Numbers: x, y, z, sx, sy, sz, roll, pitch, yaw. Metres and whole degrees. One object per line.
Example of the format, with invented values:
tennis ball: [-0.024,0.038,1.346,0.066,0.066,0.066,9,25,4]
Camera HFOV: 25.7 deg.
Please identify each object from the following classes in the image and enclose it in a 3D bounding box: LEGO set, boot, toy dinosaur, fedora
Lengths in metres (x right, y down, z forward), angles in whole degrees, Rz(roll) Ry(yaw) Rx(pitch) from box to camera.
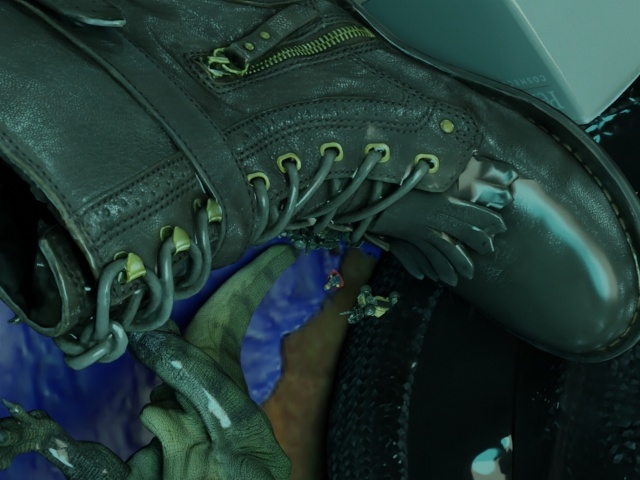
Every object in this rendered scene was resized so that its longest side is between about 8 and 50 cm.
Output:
LEGO set: [-0.001,0.001,0.597,0.054,0.023,0.083,4,57,-40]
boot: [-0.020,-0.013,0.478,0.263,0.091,0.229,40,34,9]
toy dinosaur: [-0.055,0.060,0.483,0.118,0.268,0.064,26,117,-19]
fedora: [0.167,0.080,0.600,0.334,0.334,0.152,-60,147,-13]

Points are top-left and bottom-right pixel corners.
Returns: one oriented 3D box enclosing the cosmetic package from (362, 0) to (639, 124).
cosmetic package: [0.040,-0.161,0.567,0.107,0.127,0.238,-42,107,-21]
